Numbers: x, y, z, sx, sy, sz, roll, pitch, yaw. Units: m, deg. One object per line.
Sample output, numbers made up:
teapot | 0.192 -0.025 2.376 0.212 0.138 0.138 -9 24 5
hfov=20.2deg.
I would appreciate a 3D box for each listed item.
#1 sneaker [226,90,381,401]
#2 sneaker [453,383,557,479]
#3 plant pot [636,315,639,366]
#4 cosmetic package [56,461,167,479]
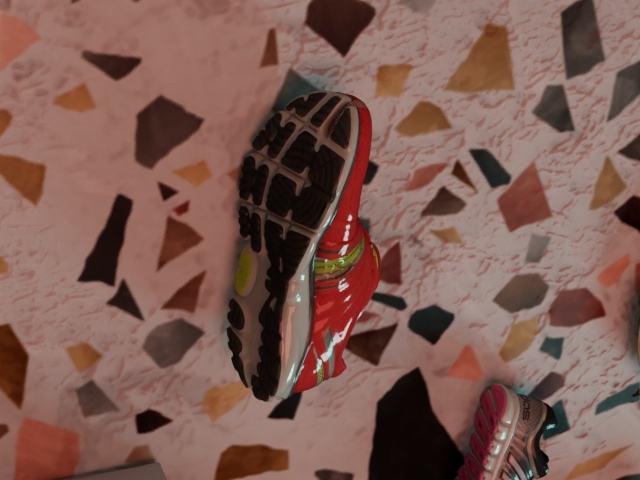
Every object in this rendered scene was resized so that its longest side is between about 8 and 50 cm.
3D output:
sneaker | 0.000 0.000 1.458 0.118 0.107 0.279 -10 127 -37
sneaker | 0.172 0.213 1.650 0.075 0.063 0.170 8 111 -18
plant pot | 0.395 0.061 1.668 0.236 0.032 0.236 -10 122 -16
cosmetic package | -0.149 0.376 1.428 0.156 0.385 0.217 -10 119 -17
